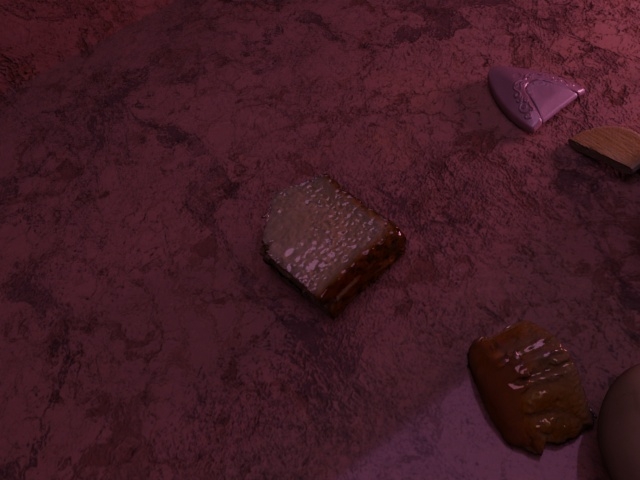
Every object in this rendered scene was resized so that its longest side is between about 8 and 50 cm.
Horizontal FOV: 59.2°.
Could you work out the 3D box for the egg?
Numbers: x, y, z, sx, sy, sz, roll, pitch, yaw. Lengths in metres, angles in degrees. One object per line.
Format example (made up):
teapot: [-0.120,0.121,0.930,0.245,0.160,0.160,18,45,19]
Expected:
egg: [0.563,0.326,0.901,0.218,0.219,0.270,6,57,18]

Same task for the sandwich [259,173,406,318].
sandwich: [0.000,-0.001,1.338,0.262,0.131,0.325,-43,59,-15]

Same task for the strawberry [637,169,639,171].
strawberry: [0.832,-0.198,1.242,0.233,0.178,0.234,-10,47,11]

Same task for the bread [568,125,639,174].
bread: [0.713,-0.228,1.364,0.112,0.036,0.193,-34,43,-8]

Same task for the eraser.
eraser: [0.554,-0.413,1.534,0.204,0.059,0.243,-38,59,-13]

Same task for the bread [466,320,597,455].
bread: [0.387,0.253,1.052,0.174,0.133,0.252,-19,52,-2]
